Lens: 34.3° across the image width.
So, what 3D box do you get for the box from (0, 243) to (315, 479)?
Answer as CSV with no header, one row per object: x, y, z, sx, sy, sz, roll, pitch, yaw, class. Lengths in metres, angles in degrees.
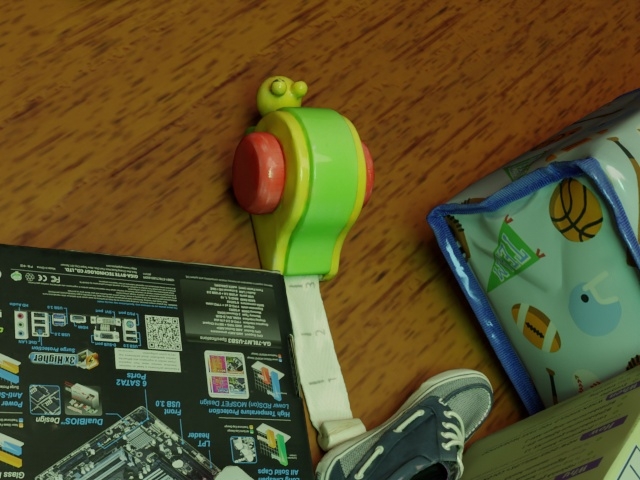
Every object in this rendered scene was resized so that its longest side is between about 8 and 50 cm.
-0.144,0.150,0.705,0.296,0.073,0.293,7,60,-31,box

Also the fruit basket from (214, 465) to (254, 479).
-0.021,0.358,0.571,0.353,0.165,0.327,36,61,12,fruit basket

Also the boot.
0.091,0.164,0.816,0.190,0.086,0.069,-29,111,-33,boot

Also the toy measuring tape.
0.000,0.000,0.854,0.121,0.121,0.330,-2,66,-27,toy measuring tape

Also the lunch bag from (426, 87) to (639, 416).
0.338,0.062,0.922,0.328,0.239,0.385,-28,95,-35,lunch bag

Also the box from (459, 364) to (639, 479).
0.167,0.211,0.722,0.117,0.213,0.243,55,38,1,box
